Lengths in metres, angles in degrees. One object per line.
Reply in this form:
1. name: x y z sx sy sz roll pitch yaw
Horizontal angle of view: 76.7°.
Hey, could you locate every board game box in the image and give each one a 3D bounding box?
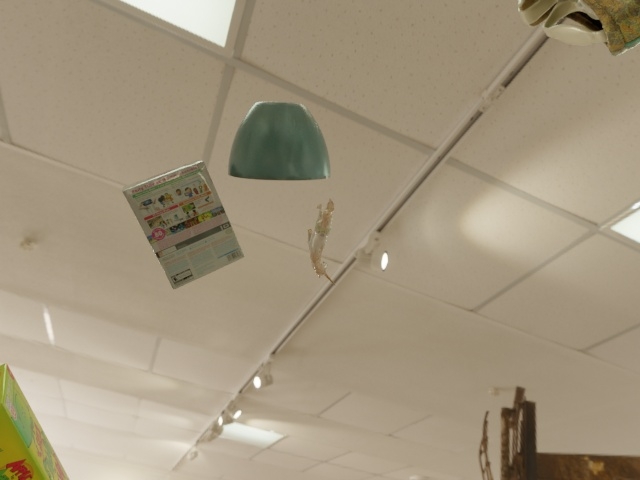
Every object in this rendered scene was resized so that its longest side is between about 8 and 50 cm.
1. board game box: -0.325 0.235 0.437 0.092 0.043 0.181 16 -56 52
2. board game box: -0.382 -0.048 1.149 0.224 0.097 0.303 -25 -67 -17

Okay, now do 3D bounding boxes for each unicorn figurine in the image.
1. unicorn figurine: 0.000 0.000 0.851 0.060 0.111 0.162 -1 -49 1

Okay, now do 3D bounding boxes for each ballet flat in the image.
1. ballet flat: 0.401 -0.399 0.668 0.123 0.349 0.123 -10 -46 -10

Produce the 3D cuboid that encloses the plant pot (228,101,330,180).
1. plant pot: -0.112 -0.280 1.131 0.290 0.290 0.196 4 -76 6
